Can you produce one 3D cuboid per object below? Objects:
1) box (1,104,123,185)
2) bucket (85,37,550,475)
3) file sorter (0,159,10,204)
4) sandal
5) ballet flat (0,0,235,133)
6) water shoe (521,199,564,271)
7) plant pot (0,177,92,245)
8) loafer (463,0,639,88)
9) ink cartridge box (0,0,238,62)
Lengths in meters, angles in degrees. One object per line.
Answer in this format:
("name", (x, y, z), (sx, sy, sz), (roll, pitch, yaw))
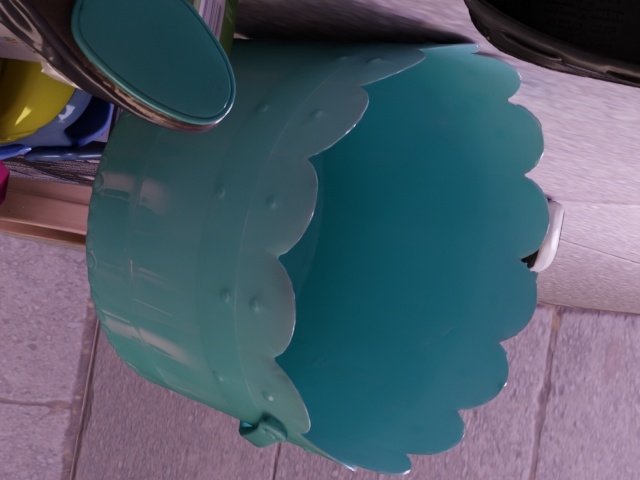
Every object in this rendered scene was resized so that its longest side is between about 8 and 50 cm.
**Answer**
("box", (-0.256, -0.100, 1.449), (0.307, 0.076, 0.242), (8, 175, 20))
("bucket", (0.000, 0.000, 1.059), (0.183, 0.281, 0.281), (13, 178, 37))
("file sorter", (-0.350, -0.048, 0.956), (0.291, 0.182, 0.202), (37, 171, -7))
("sandal", (-0.202, -0.097, 1.147), (0.138, 0.126, 0.317), (7, 178, -32))
("ballet flat", (-0.128, -0.119, 0.790), (0.203, 0.074, 0.074), (37, 161, -30))
("water shoe", (0.184, -0.008, 1.712), (0.080, 0.073, 0.203), (13, 174, -12))
("plant pot", (-0.299, -0.061, 1.801), (0.237, 0.109, 0.237), (10, 176, 1))
("loafer", (0.164, -0.093, 0.708), (0.223, 0.076, 0.078), (11, -176, 29))
("ink cartridge box", (-0.157, -0.136, 0.896), (0.209, 0.062, 0.109), (8, 173, 7))
